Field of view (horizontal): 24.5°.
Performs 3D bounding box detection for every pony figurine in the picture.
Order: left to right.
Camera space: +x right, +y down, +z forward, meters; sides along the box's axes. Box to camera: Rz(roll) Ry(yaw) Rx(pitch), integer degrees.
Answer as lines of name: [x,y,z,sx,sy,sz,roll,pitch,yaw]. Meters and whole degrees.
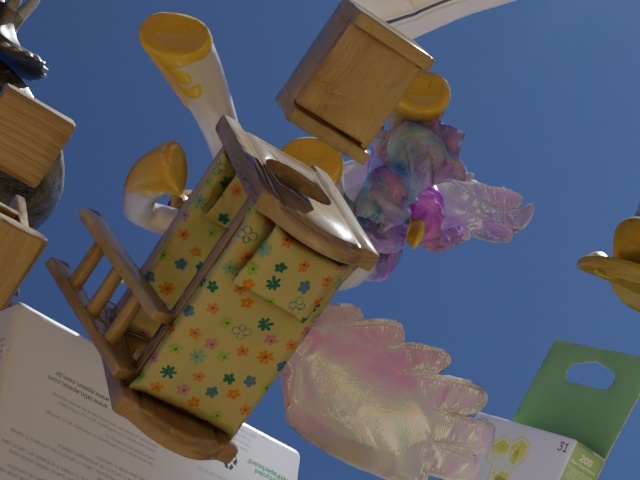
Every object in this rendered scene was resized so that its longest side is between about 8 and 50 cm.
pony figurine: [0.000,0.000,1.176,0.351,0.303,0.363,13,-31,1]

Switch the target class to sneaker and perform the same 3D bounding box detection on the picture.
sneaker: [0.129,-0.254,1.279,0.258,0.094,0.091,-29,-49,-18]

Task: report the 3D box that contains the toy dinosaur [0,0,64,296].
toy dinosaur: [-0.302,-0.083,1.347,0.160,0.121,0.314,-11,-73,4]

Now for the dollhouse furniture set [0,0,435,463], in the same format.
dollhouse furniture set: [-0.060,-0.030,0.591,0.161,0.101,0.182,29,-76,-24]

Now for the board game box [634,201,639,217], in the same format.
board game box: [0.480,-0.115,1.892,0.046,0.213,0.317,23,-107,0]

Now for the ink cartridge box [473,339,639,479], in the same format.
ink cartridge box: [0.228,0.204,1.529,0.056,0.171,0.235,33,-102,-28]

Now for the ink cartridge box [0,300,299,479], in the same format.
ink cartridge box: [-0.161,0.261,1.140,0.071,0.330,0.324,-19,-40,38]

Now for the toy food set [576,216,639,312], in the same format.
toy food set: [0.298,0.033,1.061,0.217,0.128,0.071,24,-99,7]
